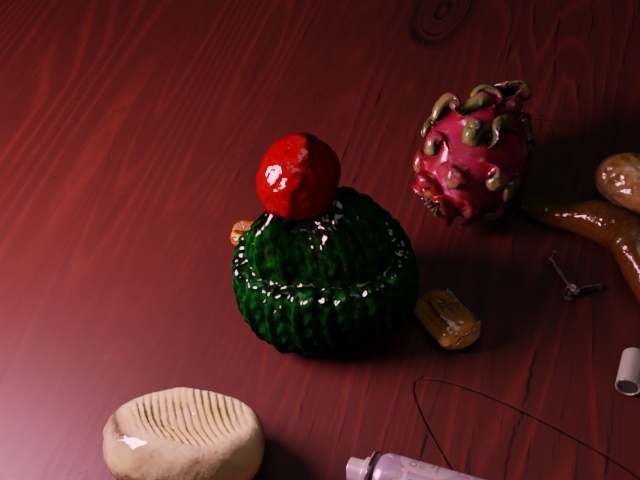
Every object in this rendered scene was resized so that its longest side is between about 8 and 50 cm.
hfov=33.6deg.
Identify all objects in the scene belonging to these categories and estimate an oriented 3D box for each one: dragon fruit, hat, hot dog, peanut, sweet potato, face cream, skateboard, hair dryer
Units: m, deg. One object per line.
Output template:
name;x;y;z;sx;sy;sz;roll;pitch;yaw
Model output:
dragon fruit;0.256;-0.146;1.736;0.218;0.198;0.273;52;32;-6
hat;0.000;0.000;1.513;0.274;0.332;0.242;-20;45;-10
hot dog;-0.075;-0.005;1.731;0.144;0.038;0.062;3;43;5
peanut;0.549;-0.073;1.702;0.226;0.095;0.108;19;65;18
sweet potato;0.451;-0.003;1.652;0.108;0.079;0.346;-36;48;-11
face cream;0.143;0.325;1.357;0.229;0.075;0.075;13;48;16
skateboard;0.389;0.052;1.640;0.063;0.032;0.083;-11;46;-19
hair dryer;0.479;0.198;1.485;0.124;0.038;0.063;18;51;12

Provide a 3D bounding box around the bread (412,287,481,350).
bread;0.188;0.116;1.576;0.072;0.053;0.106;-21;42;-20

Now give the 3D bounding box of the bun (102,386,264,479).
bun;-0.181;0.285;1.402;0.222;0.128;0.222;0;16;0
